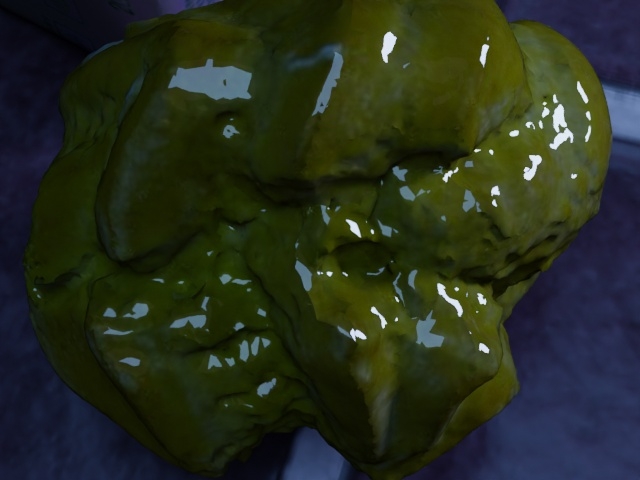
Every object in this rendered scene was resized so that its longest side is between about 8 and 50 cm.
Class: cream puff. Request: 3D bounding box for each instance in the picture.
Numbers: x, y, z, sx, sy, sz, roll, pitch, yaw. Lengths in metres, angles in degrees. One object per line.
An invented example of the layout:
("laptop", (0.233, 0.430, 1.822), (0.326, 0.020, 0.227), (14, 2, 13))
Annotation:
("cream puff", (0.000, -0.001, 0.459), (0.221, 0.194, 0.194), (-11, 68, 5))

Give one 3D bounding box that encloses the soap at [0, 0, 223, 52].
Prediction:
("soap", (-0.074, -0.193, 0.524), (0.138, 0.199, 0.182), (27, 74, 12))
